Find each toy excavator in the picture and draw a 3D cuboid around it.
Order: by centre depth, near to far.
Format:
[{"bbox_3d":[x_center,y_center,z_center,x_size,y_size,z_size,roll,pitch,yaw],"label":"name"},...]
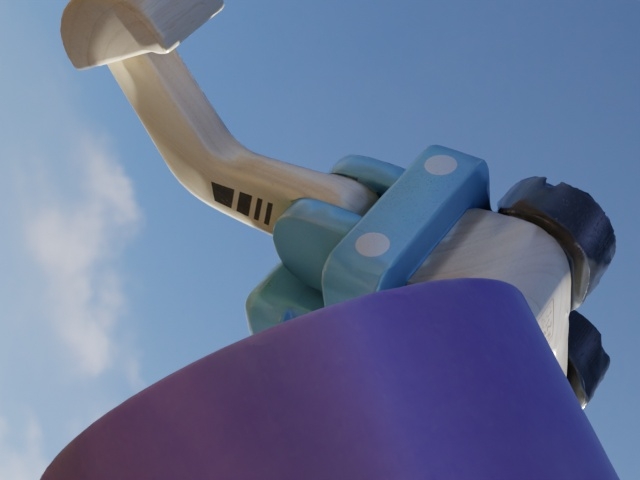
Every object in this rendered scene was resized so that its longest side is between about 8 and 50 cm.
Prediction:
[{"bbox_3d":[0.000,0.000,0.967,0.445,0.222,0.433,19,-42,28],"label":"toy excavator"}]

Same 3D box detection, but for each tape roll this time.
[{"bbox_3d":[0.004,0.094,0.399,0.080,0.189,0.189,65,-35,22],"label":"tape roll"}]
